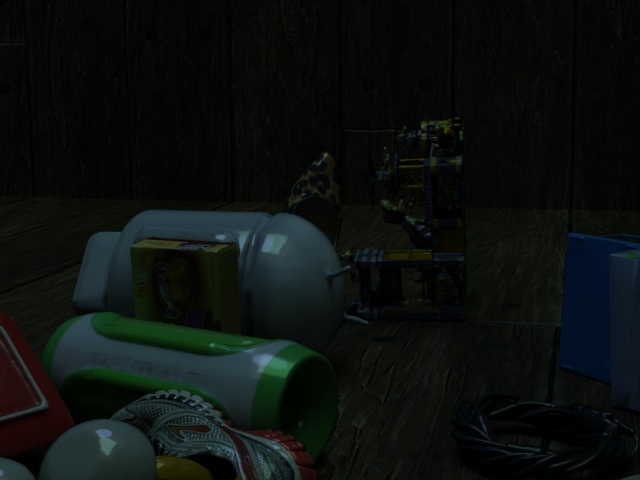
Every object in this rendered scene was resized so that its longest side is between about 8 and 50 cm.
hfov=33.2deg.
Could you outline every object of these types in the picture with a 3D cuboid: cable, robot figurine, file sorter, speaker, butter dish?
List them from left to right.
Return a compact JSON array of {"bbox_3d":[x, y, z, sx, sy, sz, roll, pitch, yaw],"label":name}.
[{"bbox_3d":[-0.346,0.164,1.025,0.160,0.118,0.160,-12,59,-48],"label":"butter dish"},{"bbox_3d":[-0.135,0.144,1.063,0.297,0.131,0.131,6,11,32],"label":"speaker"},{"bbox_3d":[-0.122,0.064,1.326,0.353,0.199,0.300,1,-23,16],"label":"robot figurine"},{"bbox_3d":[0.201,0.191,1.038,0.151,0.047,0.184,-14,19,-38],"label":"cable"},{"bbox_3d":[0.374,0.081,1.303,0.104,0.170,0.118,-2,9,-33],"label":"file sorter"}]

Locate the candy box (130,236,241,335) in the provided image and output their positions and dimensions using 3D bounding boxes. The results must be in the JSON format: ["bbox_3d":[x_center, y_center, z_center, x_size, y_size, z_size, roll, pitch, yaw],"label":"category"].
[{"bbox_3d":[-0.146,0.093,1.183,0.109,0.186,0.053,4,13,21],"label":"candy box"}]

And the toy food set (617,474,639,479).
[{"bbox_3d":[0.272,0.166,0.724,0.220,0.092,0.306,-7,-15,-38],"label":"toy food set"}]

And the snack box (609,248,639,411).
[{"bbox_3d":[0.414,0.090,1.213,0.207,0.174,0.070,-9,9,-38],"label":"snack box"}]

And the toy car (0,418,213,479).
[{"bbox_3d":[-0.150,0.208,0.676,0.182,0.159,0.136,-19,51,11],"label":"toy car"}]

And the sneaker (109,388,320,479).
[{"bbox_3d":[-0.112,0.187,0.919,0.225,0.088,0.093,6,13,38],"label":"sneaker"}]

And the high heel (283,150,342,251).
[{"bbox_3d":[0.000,0.000,1.560,0.093,0.261,0.186,13,3,-16],"label":"high heel"}]

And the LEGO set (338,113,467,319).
[{"bbox_3d":[0.125,-0.028,1.640,0.192,0.331,0.255,-1,30,8],"label":"LEGO set"}]
